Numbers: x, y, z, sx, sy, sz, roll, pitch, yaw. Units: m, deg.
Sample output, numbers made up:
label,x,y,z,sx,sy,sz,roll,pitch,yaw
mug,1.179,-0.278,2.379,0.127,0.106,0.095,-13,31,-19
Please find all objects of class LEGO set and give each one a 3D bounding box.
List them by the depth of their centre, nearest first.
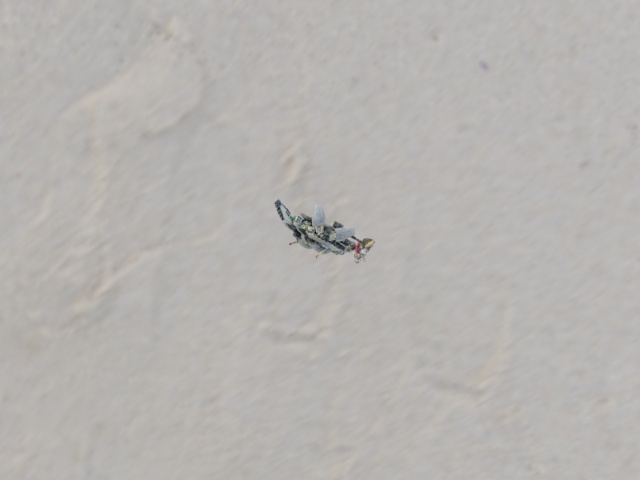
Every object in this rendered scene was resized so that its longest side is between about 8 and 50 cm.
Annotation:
label,x,y,z,sx,sy,sz,roll,pitch,yaw
LEGO set,0.002,0.001,0.888,0.054,0.083,0.023,24,82,31
